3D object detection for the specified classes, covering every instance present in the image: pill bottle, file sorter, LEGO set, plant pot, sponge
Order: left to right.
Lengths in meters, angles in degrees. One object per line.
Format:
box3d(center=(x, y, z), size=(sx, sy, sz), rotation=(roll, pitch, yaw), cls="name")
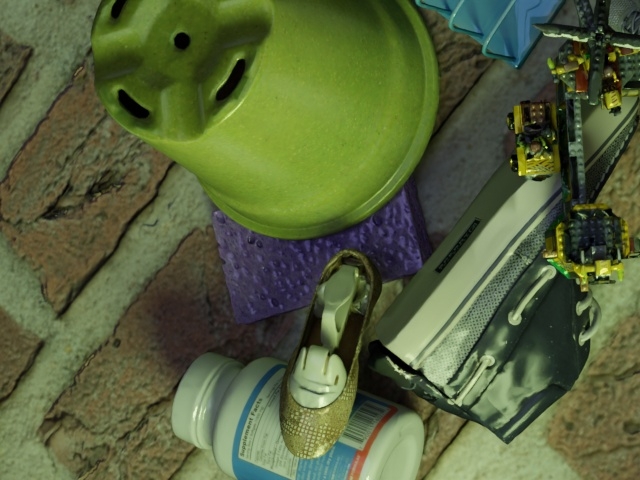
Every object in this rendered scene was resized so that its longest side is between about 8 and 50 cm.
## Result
box3d(center=(-0.067, -0.153, 1.621), size=(0.276, 0.254, 0.276), rotation=(-4, 81, 25), cls="plant pot")
box3d(center=(-0.024, 0.182, 1.697), size=(0.221, 0.124, 0.124), rotation=(19, 99, 25), cls="pill bottle")
box3d(center=(0.000, 0.000, 1.734), size=(0.210, 0.031, 0.117), rotation=(-17, 84, 25), cls="sponge")
box3d(center=(0.132, -0.255, 1.627), size=(0.170, 0.104, 0.118), rotation=(40, 106, 20), cls="file sorter")
box3d(center=(0.323, -0.080, 1.433), size=(0.331, 0.192, 0.255), rotation=(4, 87, -1), cls="LEGO set")

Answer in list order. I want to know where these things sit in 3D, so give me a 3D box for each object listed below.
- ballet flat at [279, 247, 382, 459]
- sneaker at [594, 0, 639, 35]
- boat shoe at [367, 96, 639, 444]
box3d(center=(0.004, 0.095, 1.627), size=(0.073, 0.067, 0.206), rotation=(7, 61, 13), cls="ballet flat")
box3d(center=(0.298, -0.184, 1.573), size=(0.135, 0.058, 0.052), rotation=(28, 102, 23), cls="sneaker")
box3d(center=(0.203, 0.022, 1.605), size=(0.158, 0.127, 0.340), rotation=(39, 96, -11), cls="boat shoe")
